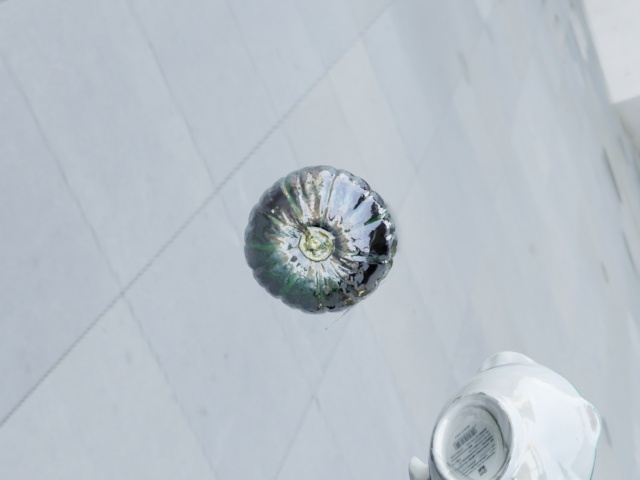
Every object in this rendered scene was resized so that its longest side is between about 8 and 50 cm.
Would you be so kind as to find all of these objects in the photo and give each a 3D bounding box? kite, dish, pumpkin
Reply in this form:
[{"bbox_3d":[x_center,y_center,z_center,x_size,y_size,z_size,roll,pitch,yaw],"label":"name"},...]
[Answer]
[{"bbox_3d":[0.058,0.115,1.951,0.005,0.152,0.137,50,19,6],"label":"kite"},{"bbox_3d":[0.167,0.220,1.154,0.078,0.246,0.224,23,47,-41],"label":"dish"},{"bbox_3d":[0.000,0.000,1.457,0.140,0.202,0.202,-80,150,-82],"label":"pumpkin"}]
